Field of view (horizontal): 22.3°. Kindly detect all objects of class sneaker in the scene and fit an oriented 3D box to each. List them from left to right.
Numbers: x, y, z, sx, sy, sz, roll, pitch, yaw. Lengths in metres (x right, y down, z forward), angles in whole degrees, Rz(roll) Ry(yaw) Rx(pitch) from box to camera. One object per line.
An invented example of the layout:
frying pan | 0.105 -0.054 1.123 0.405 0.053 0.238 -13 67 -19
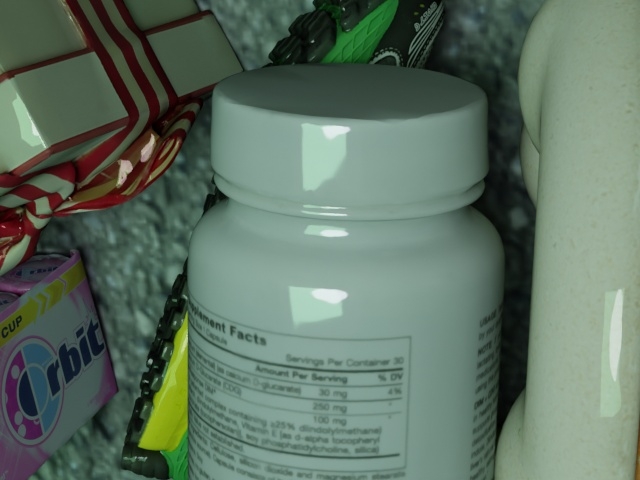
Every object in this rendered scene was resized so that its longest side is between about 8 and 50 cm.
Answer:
sneaker | 0.000 0.000 0.960 0.146 0.134 0.344 18 110 -8

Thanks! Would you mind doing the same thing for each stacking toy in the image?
stacking toy | 0.325 0.035 0.737 0.479 0.350 0.351 3 107 8

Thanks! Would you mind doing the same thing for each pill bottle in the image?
pill bottle | 0.012 0.061 0.825 0.160 0.160 0.283 9 109 22

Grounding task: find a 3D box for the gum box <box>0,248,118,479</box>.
gum box | -0.205 0.087 1.032 0.062 0.188 0.107 -1 112 25

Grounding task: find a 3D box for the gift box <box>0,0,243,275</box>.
gift box | -0.235 -0.099 0.943 0.255 0.276 0.258 -28 94 34

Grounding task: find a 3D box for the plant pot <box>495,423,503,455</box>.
plant pot | 0.087 0.159 0.966 0.134 0.095 0.134 8 108 23
